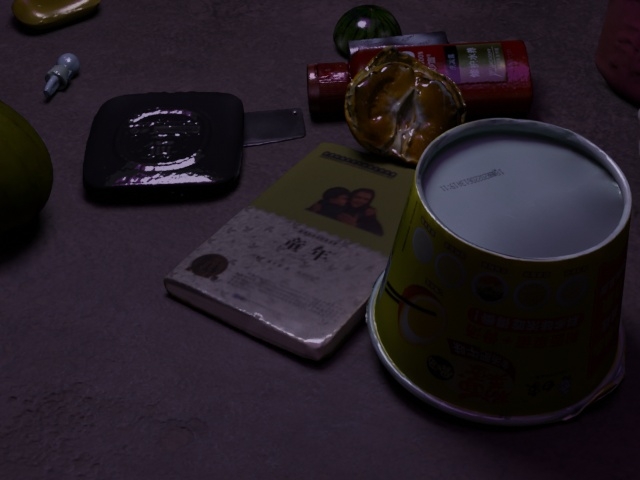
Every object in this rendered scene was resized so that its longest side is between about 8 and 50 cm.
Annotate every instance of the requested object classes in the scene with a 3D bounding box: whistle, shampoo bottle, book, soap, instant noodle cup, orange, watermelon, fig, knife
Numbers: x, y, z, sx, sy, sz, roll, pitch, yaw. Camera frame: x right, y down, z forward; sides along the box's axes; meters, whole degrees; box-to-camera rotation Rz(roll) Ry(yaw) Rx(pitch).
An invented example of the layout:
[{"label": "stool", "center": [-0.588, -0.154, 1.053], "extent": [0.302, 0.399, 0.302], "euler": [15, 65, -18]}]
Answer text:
[{"label": "whistle", "center": [-0.380, -0.242, 2.099], "extent": [0.035, 0.035, 0.100], "euler": [10, 42, 14]}, {"label": "shampoo bottle", "center": [0.143, -0.269, 2.088], "extent": [0.207, 0.057, 0.063], "euler": [-3, 35, -2]}, {"label": "book", "center": [0.000, 0.000, 1.790], "extent": [0.239, 0.035, 0.352], "euler": [22, 46, 28]}, {"label": "soap", "center": [-0.412, -0.369, 2.243], "extent": [0.140, 0.045, 0.089], "euler": [-23, 41, -21]}, {"label": "instant noodle cup", "center": [0.210, 0.023, 1.582], "extent": [0.311, 0.221, 0.311], "euler": [2, 44, -2]}, {"label": "soap", "center": [0.517, -0.260, 1.934], "extent": [0.127, 0.220, 0.325], "euler": [-23, 45, -29]}, {"label": "orange", "center": [0.109, -0.170, 1.912], "extent": [0.160, 0.112, 0.170], "euler": [-17, 85, -10]}, {"label": "watermelon", "center": [0.072, -0.316, 2.143], "extent": [0.105, 0.062, 0.105], "euler": [1, 44, -1]}, {"label": "shampoo bottle", "center": [0.138, -0.223, 2.013], "extent": [0.314, 0.076, 0.118], "euler": [-3, 59, -1]}, {"label": "fig", "center": [-0.454, -0.109, 1.803], "extent": [0.203, 0.225, 0.203], "euler": [-20, 24, 9]}, {"label": "knife", "center": [-0.144, -0.153, 1.994], "extent": [0.245, 0.019, 0.072], "euler": [-5, 44, -4]}]

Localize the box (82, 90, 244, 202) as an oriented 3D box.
[{"label": "box", "center": [-0.210, -0.133, 1.937], "extent": [0.212, 0.042, 0.201], "euler": [0, 48, 0]}]

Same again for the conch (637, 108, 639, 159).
[{"label": "conch", "center": [0.486, -0.108, 1.802], "extent": [0.182, 0.149, 0.275], "euler": [12, 43, -31]}]
